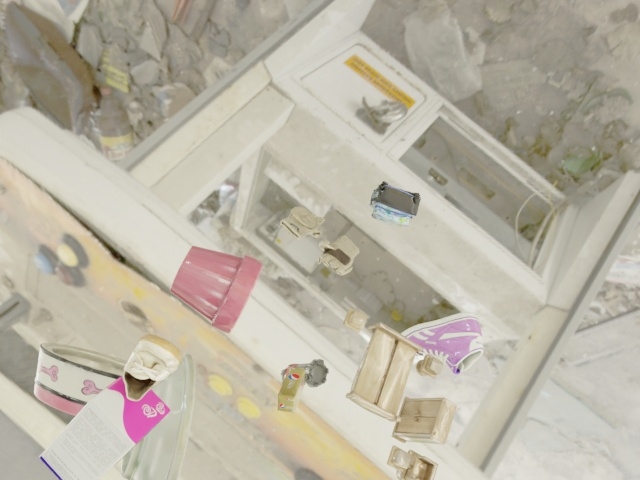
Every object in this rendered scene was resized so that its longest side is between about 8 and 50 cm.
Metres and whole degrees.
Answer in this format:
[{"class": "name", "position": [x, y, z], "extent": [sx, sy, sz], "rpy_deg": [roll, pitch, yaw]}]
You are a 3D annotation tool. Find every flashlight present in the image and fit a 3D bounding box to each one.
[{"class": "flashlight", "position": [-0.060, 0.501, 1.996], "extent": [0.103, 0.103, 0.304], "rpy_deg": [58, 156, 0]}]

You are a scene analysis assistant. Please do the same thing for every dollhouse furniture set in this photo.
[{"class": "dollhouse furniture set", "position": [0.133, 0.393, 1.348], "extent": [0.356, 0.303, 0.174], "rpy_deg": [33, 151, -15]}]

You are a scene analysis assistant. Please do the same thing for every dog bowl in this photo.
[{"class": "dog bowl", "position": [-0.703, 0.457, 1.719], "extent": [0.408, 0.150, 0.408], "rpy_deg": [18, 169, 3]}]

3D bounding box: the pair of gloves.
[{"class": "pair of gloves", "position": [0.000, 0.000, 1.544], "extent": [0.240, 0.204, 0.042], "rpy_deg": [40, 116, -3]}]

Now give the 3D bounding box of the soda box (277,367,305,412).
[{"class": "soda box", "position": [-0.094, 0.490, 1.789], "extent": [0.058, 0.181, 0.061], "rpy_deg": [4, 105, 8]}]

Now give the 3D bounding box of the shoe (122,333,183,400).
[{"class": "shoe", "position": [-0.279, 0.212, 0.883], "extent": [0.077, 0.058, 0.219], "rpy_deg": [28, 144, -12]}]

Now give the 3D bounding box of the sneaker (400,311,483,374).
[{"class": "sneaker", "position": [0.340, 0.325, 1.595], "extent": [0.282, 0.160, 0.102], "rpy_deg": [-27, 139, 29]}]

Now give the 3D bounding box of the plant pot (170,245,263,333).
[{"class": "plant pot", "position": [-0.267, 0.108, 1.363], "extent": [0.180, 0.201, 0.201], "rpy_deg": [25, 140, -8]}]

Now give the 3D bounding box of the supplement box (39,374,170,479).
[{"class": "supplement box", "position": [-0.397, 0.355, 1.000], "extent": [0.114, 0.111, 0.220], "rpy_deg": [45, 117, 3]}]

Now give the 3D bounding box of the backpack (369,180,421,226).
[{"class": "backpack", "position": [0.161, -0.079, 1.228], "extent": [0.105, 0.084, 0.114], "rpy_deg": [18, -179, -6]}]

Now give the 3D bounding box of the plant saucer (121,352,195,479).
[{"class": "plant saucer", "position": [-0.409, 0.469, 1.324], "extent": [0.101, 0.400, 0.400], "rpy_deg": [16, 144, -20]}]
